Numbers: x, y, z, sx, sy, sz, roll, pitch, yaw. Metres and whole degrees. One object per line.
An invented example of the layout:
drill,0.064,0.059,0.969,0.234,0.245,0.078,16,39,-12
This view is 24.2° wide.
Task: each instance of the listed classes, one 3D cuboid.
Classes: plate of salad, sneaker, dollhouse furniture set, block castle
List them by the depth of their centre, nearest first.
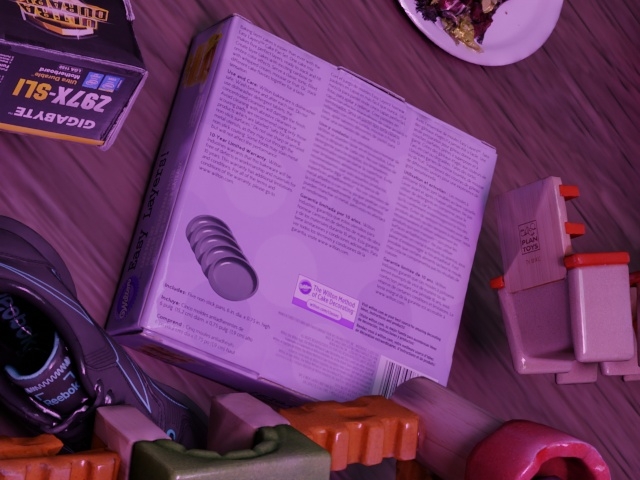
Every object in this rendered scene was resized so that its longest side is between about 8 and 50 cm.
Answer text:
block castle,-0.053,0.255,0.853,0.453,0.213,0.303,-1,107,-33
sneaker,-0.151,0.106,0.933,0.101,0.106,0.267,-40,102,3
dollhouse furniture set,0.263,0.027,1.143,0.259,0.262,0.135,1,78,-32
plate of salad,0.134,-0.244,1.237,0.199,0.048,0.200,7,78,-33

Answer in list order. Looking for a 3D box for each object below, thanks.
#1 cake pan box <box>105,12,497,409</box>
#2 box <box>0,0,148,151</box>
cake pan box,0.000,0.000,1.090,0.266,0.070,0.246,23,71,-28
box,-0.278,-0.192,0.870,0.322,0.079,0.257,8,48,-32
